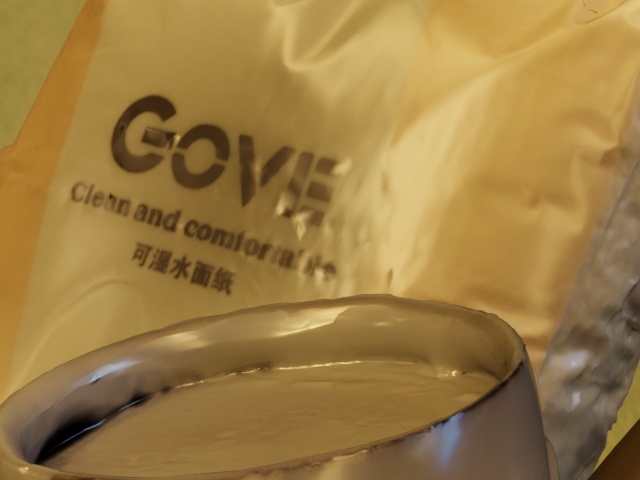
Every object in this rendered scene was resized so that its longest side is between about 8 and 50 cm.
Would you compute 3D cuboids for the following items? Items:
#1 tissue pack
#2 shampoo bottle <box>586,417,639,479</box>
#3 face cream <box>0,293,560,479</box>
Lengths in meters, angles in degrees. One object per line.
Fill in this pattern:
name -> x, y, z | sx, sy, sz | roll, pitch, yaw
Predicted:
tissue pack -> 0.000, 0.000, 1.060 | 0.375, 0.195, 0.390 | 16, 83, 26
shampoo bottle -> 0.221, 0.072, 0.850 | 0.350, 0.125, 0.084 | -50, 23, 26
face cream -> -0.006, 0.132, 0.612 | 0.175, 0.175, 0.195 | -7, 103, 12
